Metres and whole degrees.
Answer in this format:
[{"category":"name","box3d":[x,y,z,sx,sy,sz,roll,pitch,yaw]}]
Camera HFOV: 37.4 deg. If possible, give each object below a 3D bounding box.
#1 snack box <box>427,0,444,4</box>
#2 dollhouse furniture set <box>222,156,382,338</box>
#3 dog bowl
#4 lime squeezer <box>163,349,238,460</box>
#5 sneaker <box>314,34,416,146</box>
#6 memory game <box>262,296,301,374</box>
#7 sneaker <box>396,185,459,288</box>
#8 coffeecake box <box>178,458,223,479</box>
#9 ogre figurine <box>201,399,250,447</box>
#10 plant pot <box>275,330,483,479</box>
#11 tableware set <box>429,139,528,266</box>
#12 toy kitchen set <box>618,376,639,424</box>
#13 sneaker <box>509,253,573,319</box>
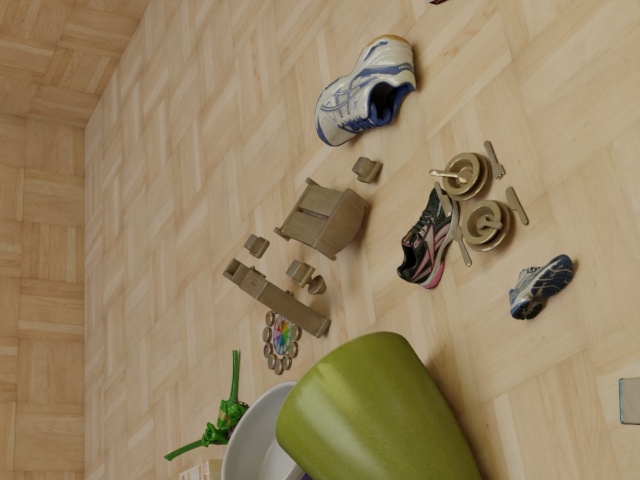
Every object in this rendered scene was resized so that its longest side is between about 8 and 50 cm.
[{"category":"snack box","box3d":[0.251,-0.472,1.677,0.178,0.022,0.064,-5,80,61]},{"category":"dollhouse furniture set","box3d":[0.000,0.000,1.993,0.356,0.173,0.303,-57,28,-5]},{"category":"dog bowl","box3d":[-0.069,0.413,1.843,0.265,0.104,0.265,-38,30,27]},{"category":"lime squeezer","box3d":[-0.252,0.424,2.308,0.310,0.110,0.059,-58,3,-20]},{"category":"sneaker","box3d":[0.080,-0.263,1.848,0.296,0.111,0.131,-51,41,46]},{"category":"memory game","box3d":[-0.090,0.210,2.145,0.186,0.012,0.186,-25,61,58]},{"category":"sneaker","box3d":[0.180,-0.006,1.624,0.072,0.077,0.178,18,98,61]},{"category":"coffeecake box","box3d":[-0.226,0.550,2.167,0.185,0.142,0.068,-39,50,53]},{"category":"ogre figurine","box3d":[-0.187,0.426,2.156,0.197,0.118,0.097,-63,28,28]},{"category":"plant pot","box3d":[0.120,0.342,1.488,0.293,0.274,0.275,47,126,37]},{"category":"tableware set","box3d":[0.242,-0.068,1.524,0.128,0.039,0.194,-40,46,27]},{"category":"toy kitchen set","box3d":[0.372,0.274,1.135,0.166,0.122,0.207,-20,65,59]},{"category":"sneaker","box3d":[0.315,0.057,1.383,0.135,0.052,0.058,-54,34,41]}]
